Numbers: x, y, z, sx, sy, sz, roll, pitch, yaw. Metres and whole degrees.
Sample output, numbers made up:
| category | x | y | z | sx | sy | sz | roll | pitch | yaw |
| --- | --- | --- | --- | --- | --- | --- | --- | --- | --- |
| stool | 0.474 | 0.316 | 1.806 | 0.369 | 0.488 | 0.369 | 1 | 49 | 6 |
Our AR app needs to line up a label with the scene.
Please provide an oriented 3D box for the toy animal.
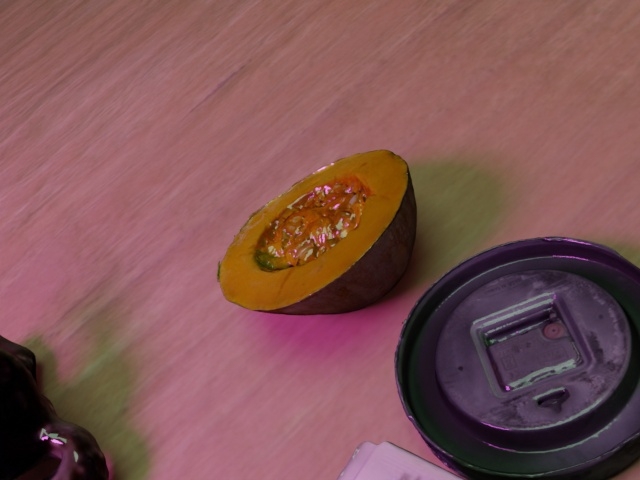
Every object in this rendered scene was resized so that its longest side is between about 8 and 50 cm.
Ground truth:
| category | x | y | z | sx | sy | sz | roll | pitch | yaw |
| --- | --- | --- | --- | --- | --- | --- | --- | --- | --- |
| toy animal | -0.387 | 0.219 | 0.705 | 0.344 | 0.194 | 0.303 | -38 | 56 | -25 |

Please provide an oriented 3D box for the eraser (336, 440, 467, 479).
| category | x | y | z | sx | sy | sz | roll | pitch | yaw |
| --- | --- | --- | --- | --- | --- | --- | --- | --- | --- |
| eraser | 0.135 | 0.227 | 0.472 | 0.279 | 0.124 | 0.081 | 17 | 60 | 40 |

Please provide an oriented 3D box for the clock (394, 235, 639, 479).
| category | x | y | z | sx | sy | sz | roll | pitch | yaw |
| --- | --- | --- | --- | --- | --- | --- | --- | --- | --- |
| clock | 0.173 | 0.096 | 0.638 | 0.226 | 0.049 | 0.226 | -16 | 45 | 16 |

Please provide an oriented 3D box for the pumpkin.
| category | x | y | z | sx | sy | sz | roll | pitch | yaw |
| --- | --- | --- | --- | --- | --- | --- | --- | --- | --- |
| pumpkin | 0.014 | 0.011 | 0.775 | 0.217 | 0.110 | 0.217 | -26 | 36 | 21 |
